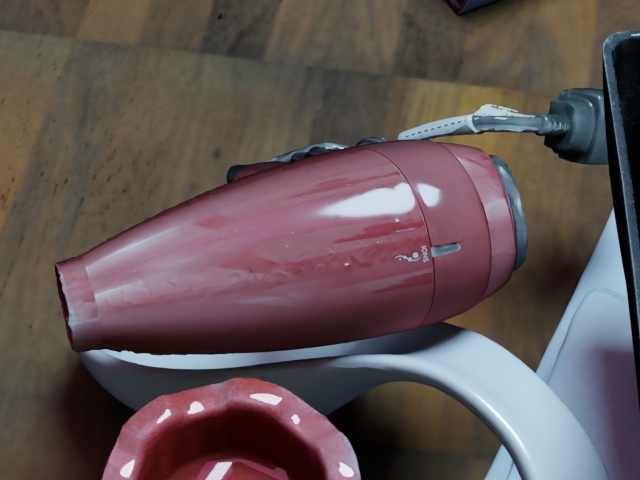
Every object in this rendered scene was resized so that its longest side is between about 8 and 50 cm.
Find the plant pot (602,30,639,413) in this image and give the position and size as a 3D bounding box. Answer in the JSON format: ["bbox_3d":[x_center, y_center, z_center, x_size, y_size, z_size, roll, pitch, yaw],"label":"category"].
[{"bbox_3d":[0.209,0.038,0.799,0.187,0.167,0.188,0,46,1],"label":"plant pot"}]

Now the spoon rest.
[{"bbox_3d":[0.009,0.062,0.847,0.276,0.084,0.137,24,29,35],"label":"spoon rest"}]

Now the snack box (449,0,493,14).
[{"bbox_3d":[0.110,-0.255,1.142,0.174,0.070,0.207,-22,73,-20],"label":"snack box"}]

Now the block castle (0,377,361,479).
[{"bbox_3d":[-0.211,0.195,0.596,0.303,0.213,0.453,23,56,15],"label":"block castle"}]

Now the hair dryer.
[{"bbox_3d":[0.000,0.000,0.868,0.223,0.080,0.293,-10,5,39],"label":"hair dryer"}]

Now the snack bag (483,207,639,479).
[{"bbox_3d":[0.265,0.074,0.903,0.323,0.037,0.342,18,49,16],"label":"snack bag"}]
